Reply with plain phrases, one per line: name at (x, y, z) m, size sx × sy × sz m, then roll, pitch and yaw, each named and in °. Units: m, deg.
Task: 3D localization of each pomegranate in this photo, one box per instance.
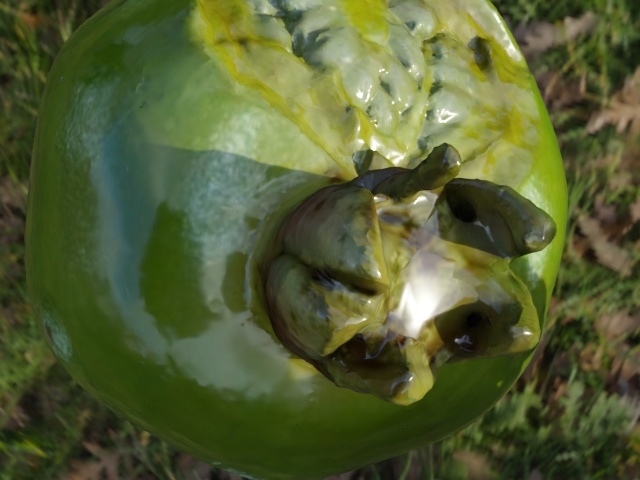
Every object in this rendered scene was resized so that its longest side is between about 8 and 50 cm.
pomegranate at (0.000, 0.000, 0.654) m, size 0.236 × 0.302 × 0.236 m, roll -4°, pitch 107°, yaw -14°
